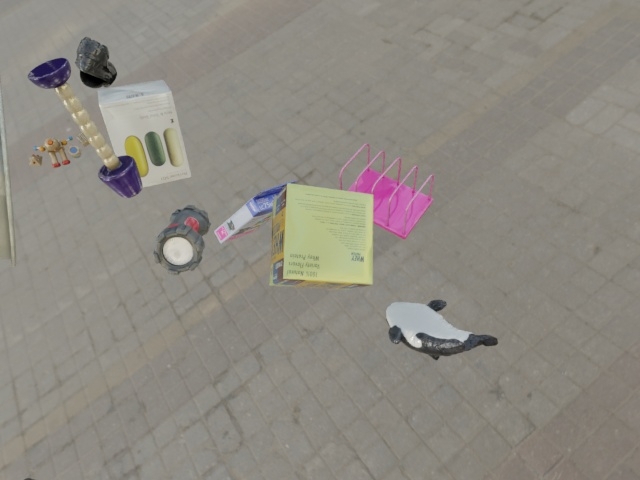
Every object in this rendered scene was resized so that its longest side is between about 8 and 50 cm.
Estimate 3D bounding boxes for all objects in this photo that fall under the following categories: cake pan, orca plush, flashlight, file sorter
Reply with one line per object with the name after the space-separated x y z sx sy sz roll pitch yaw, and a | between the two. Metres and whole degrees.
-0.458 -0.107 0.633 0.054 0.293 0.293 -6 38 -35 | cake pan
0.259 0.213 1.027 0.287 0.102 0.151 -3 32 50 | orca plush
-0.306 -0.014 1.079 0.103 0.103 0.304 -19 15 -1 | flashlight
0.233 -0.187 1.658 0.290 0.182 0.202 30 65 23 | file sorter

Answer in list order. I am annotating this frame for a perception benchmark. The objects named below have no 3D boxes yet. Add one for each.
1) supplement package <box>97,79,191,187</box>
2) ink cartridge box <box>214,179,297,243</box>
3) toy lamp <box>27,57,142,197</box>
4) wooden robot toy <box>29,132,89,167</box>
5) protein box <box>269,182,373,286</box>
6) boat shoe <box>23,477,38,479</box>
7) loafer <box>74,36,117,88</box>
-0.533 -0.325 1.418 0.199 0.263 0.198 -16 34 -18 | supplement package
-0.217 -0.097 1.617 0.311 0.065 0.186 -36 -7 41 | ink cartridge box
-0.421 -0.194 0.867 0.080 0.275 0.080 -9 47 10 | toy lamp
-0.711 -0.249 1.259 0.173 0.079 0.076 -23 88 -18 | wooden robot toy
0.000 0.000 1.027 0.199 0.136 0.201 5 77 -18 | protein box
-0.752 0.632 1.085 0.228 0.076 0.080 -31 29 2 | boat shoe
-0.502 -0.376 1.028 0.078 0.076 0.223 -68 19 -4 | loafer
